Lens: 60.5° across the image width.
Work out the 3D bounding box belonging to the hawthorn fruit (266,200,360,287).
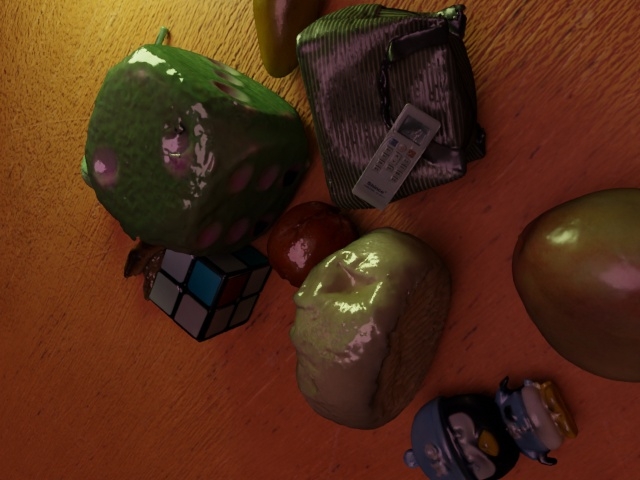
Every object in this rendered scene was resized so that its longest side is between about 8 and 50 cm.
[{"bbox_3d":[0.000,0.000,1.071,0.200,0.179,0.179,-47,74,16],"label":"hawthorn fruit"}]

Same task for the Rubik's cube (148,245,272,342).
[{"bbox_3d":[-0.241,0.090,1.216,0.167,0.183,0.180,34,110,20],"label":"Rubik's cube"}]

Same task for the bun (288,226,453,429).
[{"bbox_3d":[0.080,0.145,0.952,0.210,0.359,0.360,20,107,29],"label":"bun"}]

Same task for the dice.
[{"bbox_3d":[-0.236,-0.175,1.094,0.330,0.322,0.318,38,114,21],"label":"dice"}]

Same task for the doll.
[{"bbox_3d":[0.283,0.348,0.975,0.314,0.141,0.177,-31,78,26],"label":"doll"}]

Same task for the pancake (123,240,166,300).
[{"bbox_3d":[-0.406,0.048,1.377,0.212,0.056,0.258,25,109,25],"label":"pancake"}]

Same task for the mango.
[{"bbox_3d":[-0.072,-0.451,1.082,0.138,0.113,0.254,22,115,22],"label":"mango"}]

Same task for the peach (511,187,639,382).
[{"bbox_3d":[0.419,0.060,0.777,0.292,0.292,0.248,8,59,29],"label":"peach"}]

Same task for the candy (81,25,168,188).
[{"bbox_3d":[-0.468,-0.315,1.345,0.119,0.119,0.440,36,106,21],"label":"candy"}]

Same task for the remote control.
[{"bbox_3d":[0.112,-0.123,0.824,0.061,0.029,0.162,32,114,-4],"label":"remote control"}]

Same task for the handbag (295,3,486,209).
[{"bbox_3d":[0.132,-0.227,0.913,0.240,0.247,0.341,-3,109,31],"label":"handbag"}]
